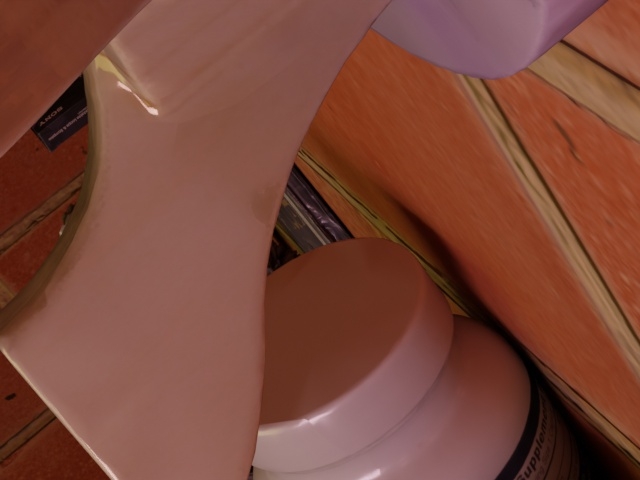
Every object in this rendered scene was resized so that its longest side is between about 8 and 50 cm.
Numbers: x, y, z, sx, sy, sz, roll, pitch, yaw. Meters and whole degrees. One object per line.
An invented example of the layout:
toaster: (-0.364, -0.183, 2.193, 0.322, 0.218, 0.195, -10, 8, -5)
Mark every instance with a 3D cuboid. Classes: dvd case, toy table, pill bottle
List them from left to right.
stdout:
toy table: (-0.052, -0.071, 0.442, 0.252, 0.161, 0.274, 51, 174, -3)
dvd case: (0.000, 0.000, 1.318, 0.164, 0.018, 0.221, 51, 175, -2)
pill bottle: (0.060, 0.132, 0.957, 0.264, 0.153, 0.153, 54, 174, -30)

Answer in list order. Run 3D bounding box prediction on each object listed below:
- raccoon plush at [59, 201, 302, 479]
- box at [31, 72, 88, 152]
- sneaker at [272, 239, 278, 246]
raccoon plush: (-0.061, 0.100, 1.645, 0.299, 0.216, 0.446, 57, 180, 35)
box: (-0.237, -0.158, 1.732, 0.162, 0.116, 0.029, 45, 171, 46)
sneaker: (-0.044, 0.056, 1.763, 0.152, 0.114, 0.305, 32, 170, 38)
